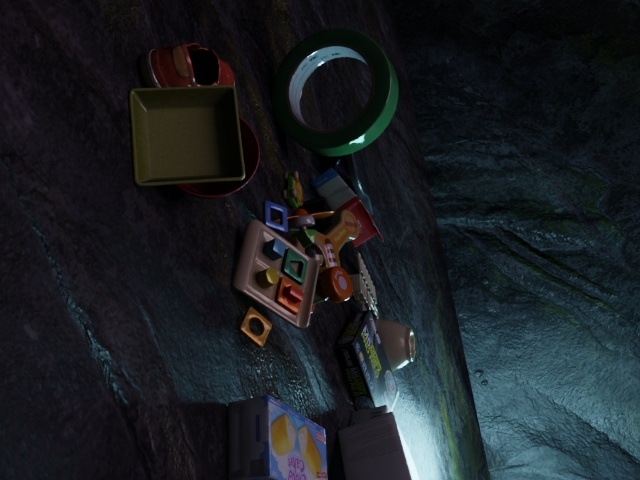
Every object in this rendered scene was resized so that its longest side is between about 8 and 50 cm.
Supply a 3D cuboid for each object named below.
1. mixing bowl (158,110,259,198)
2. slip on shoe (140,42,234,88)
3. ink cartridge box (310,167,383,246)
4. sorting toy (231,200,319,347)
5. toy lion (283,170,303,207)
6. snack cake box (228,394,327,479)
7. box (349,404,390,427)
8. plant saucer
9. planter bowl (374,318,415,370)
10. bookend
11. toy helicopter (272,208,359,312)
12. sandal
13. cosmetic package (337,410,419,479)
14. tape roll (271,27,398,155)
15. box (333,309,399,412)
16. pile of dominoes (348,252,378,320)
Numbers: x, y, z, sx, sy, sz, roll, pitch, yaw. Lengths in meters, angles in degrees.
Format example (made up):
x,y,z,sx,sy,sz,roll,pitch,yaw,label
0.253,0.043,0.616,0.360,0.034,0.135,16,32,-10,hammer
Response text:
x,y,z,sx,sy,sz,roll,pitch,yaw,label
-0.208,-0.146,1.535,0.098,0.182,0.181,116,-32,-68,mixing bowl
-0.236,-0.330,1.650,0.331,0.101,0.123,-17,91,-73,slip on shoe
0.071,-0.079,2.240,0.134,0.078,0.231,58,-3,-41,ink cartridge box
-0.082,0.068,1.735,0.196,0.047,0.347,33,48,-28,sorting toy
-0.064,-0.121,2.109,0.096,0.034,0.100,68,19,-45,toy lion
-0.076,0.408,1.579,0.264,0.089,0.152,47,33,-55,snack cake box
0.132,0.489,2.107,0.101,0.102,0.087,-72,141,-60,box
-0.236,-0.178,1.465,0.045,0.188,0.188,114,-30,-68,plant saucer
0.218,0.309,2.438,0.162,0.109,0.162,-3,90,-74,planter bowl
0.000,0.000,2.133,0.157,0.072,0.156,-81,150,-49,bookend
0.001,0.005,1.984,0.235,0.140,0.355,59,32,-11,toy helicopter
0.086,-0.182,2.512,0.445,0.107,0.167,66,15,-65,sandal
0.153,0.585,1.883,0.365,0.155,0.196,-105,174,-66,cosmetic package
0.036,-0.379,2.125,0.077,0.321,0.321,26,52,-66,tape roll
0.128,0.354,2.249,0.216,0.060,0.270,-49,123,-65,box
0.128,0.175,2.470,0.251,0.040,0.195,64,20,-54,pile of dominoes
